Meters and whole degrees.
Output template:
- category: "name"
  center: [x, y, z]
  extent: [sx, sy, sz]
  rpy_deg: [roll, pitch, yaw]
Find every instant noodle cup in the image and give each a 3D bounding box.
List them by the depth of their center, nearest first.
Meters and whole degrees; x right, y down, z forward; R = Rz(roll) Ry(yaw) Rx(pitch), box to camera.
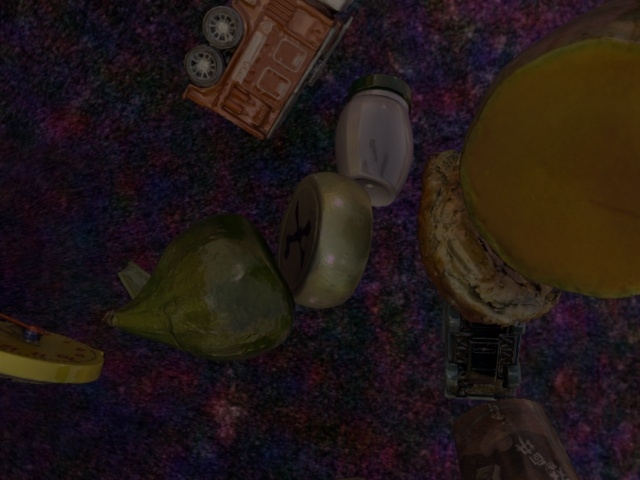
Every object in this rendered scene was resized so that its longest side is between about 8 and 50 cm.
- category: "instant noodle cup"
  center: [0.329, 0.394, 1.006]
  extent: [0.217, 0.217, 0.207]
  rpy_deg: [32, 32, -33]

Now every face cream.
- category: "face cream"
  center: [0.169, -0.307, 1.851]
  extent: [0.312, 0.219, 0.357]
  rpy_deg: [41, 52, -53]

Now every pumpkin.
- category: "pumpkin"
  center: [0.302, -0.085, 0.650]
  extent: [0.199, 0.332, 0.333]
  rpy_deg: [-28, 102, -39]

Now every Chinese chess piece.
- category: "Chinese chess piece"
  center: [0.000, 0.000, 1.006]
  extent: [0.092, 0.237, 0.238]
  rpy_deg: [9, 78, -20]

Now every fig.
- category: "fig"
  center: [-0.160, 0.084, 0.799]
  extent: [0.235, 0.203, 0.203]
  rpy_deg: [-27, 104, -6]

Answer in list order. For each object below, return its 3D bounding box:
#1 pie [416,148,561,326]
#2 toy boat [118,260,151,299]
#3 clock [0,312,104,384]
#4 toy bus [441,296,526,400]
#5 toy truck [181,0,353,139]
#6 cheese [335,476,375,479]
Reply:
- category: "pie"
  center: [0.260, 0.001, 0.918]
  extent: [0.308, 0.085, 0.309]
  rpy_deg: [17, 56, -28]
- category: "toy boat"
  center: [-0.403, 0.173, 1.526]
  extent: [0.093, 0.055, 0.293]
  rpy_deg: [-52, 131, -30]
- category: "clock"
  center: [-0.542, 0.192, 1.120]
  extent: [0.276, 0.293, 0.071]
  rpy_deg: [18, 87, -13]
- category: "toy bus"
  center: [0.317, 0.152, 1.183]
  extent: [0.190, 0.151, 0.313]
  rpy_deg: [-75, 162, -54]
- category: "toy truck"
  center: [-0.064, -0.377, 1.035]
  extent: [0.206, 0.388, 0.173]
  rpy_deg: [33, 23, -6]
- category: "cheese"
  center: [0.054, 0.479, 0.941]
  extent: [0.117, 0.218, 0.235]
  rpy_deg: [2, 111, -31]
